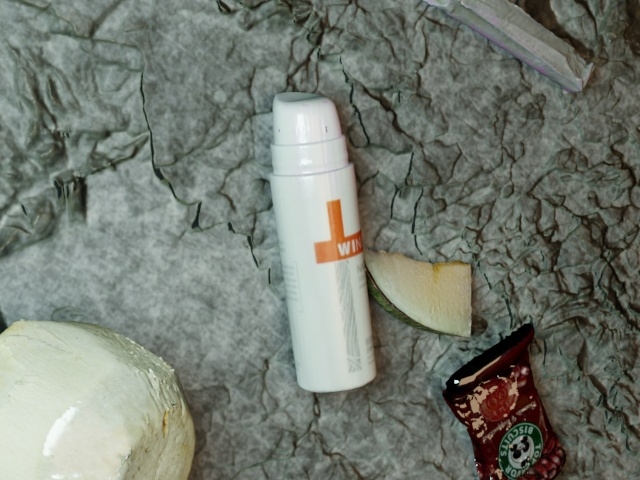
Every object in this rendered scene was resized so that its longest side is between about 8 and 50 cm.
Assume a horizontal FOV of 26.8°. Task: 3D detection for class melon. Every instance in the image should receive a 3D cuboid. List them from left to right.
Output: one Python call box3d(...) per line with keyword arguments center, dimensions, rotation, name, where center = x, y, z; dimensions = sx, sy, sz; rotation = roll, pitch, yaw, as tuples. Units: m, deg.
box3d(center=(0.113, 0.062, 1.654), dimensions=(0.182, 0.054, 0.098), rotation=(10, 84, -36), name="melon")

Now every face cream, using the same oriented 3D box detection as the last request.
box3d(center=(0.000, 0.000, 1.567), dimensions=(0.102, 0.102, 0.345), rotation=(-13, 105, -25), name="face cream")

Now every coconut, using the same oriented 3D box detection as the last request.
box3d(center=(-0.271, 0.198, 1.381), dimensions=(0.245, 0.247, 0.245), rotation=(-48, 149, -41), name="coconut")

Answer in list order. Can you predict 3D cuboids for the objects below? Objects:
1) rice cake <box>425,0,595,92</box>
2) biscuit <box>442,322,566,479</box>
box3d(center=(0.238, -0.261, 1.683), dimensions=(0.270, 0.049, 0.055), rotation=(26, 63, -28), name="rice cake")
box3d(center=(0.241, 0.237, 1.744), dimensions=(0.151, 0.063, 0.235), rotation=(-28, 112, -21), name="biscuit")
